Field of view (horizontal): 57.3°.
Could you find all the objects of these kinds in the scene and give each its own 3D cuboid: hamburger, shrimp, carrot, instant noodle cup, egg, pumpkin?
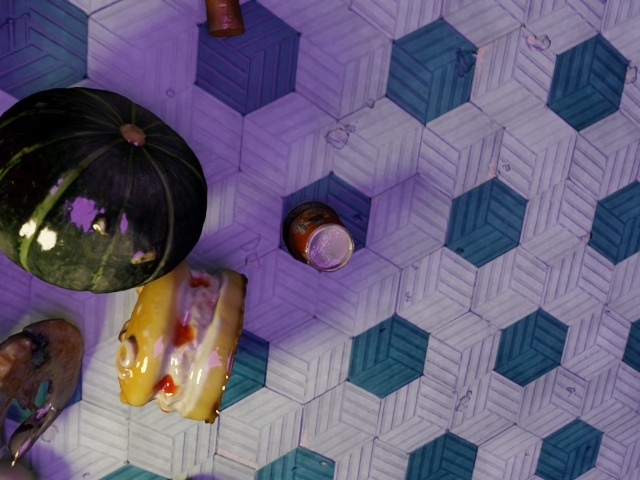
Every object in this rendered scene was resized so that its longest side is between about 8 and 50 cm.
[{"bbox_3d":[-0.249,0.174,1.005,0.186,0.261,0.303,13,143,-12],"label":"hamburger"},{"bbox_3d":[-0.520,0.293,0.969,0.085,0.247,0.361,26,75,22],"label":"shrimp"},{"bbox_3d":[-0.165,-0.444,0.949,0.061,0.061,0.210,-9,102,-13],"label":"carrot"},{"bbox_3d":[-0.001,-0.002,1.067,0.127,0.135,0.127,-4,105,-14],"label":"instant noodle cup"},{"bbox_3d":[-0.568,0.460,1.060,0.103,0.103,0.135,-29,108,-6],"label":"egg"},{"bbox_3d":[-0.326,-0.076,0.867,0.323,0.323,0.241,21,128,-19],"label":"pumpkin"}]

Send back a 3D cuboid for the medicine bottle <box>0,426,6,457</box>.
[{"bbox_3d":[-0.595,0.350,1.054,0.047,0.047,0.084,-3,106,-14],"label":"medicine bottle"}]
